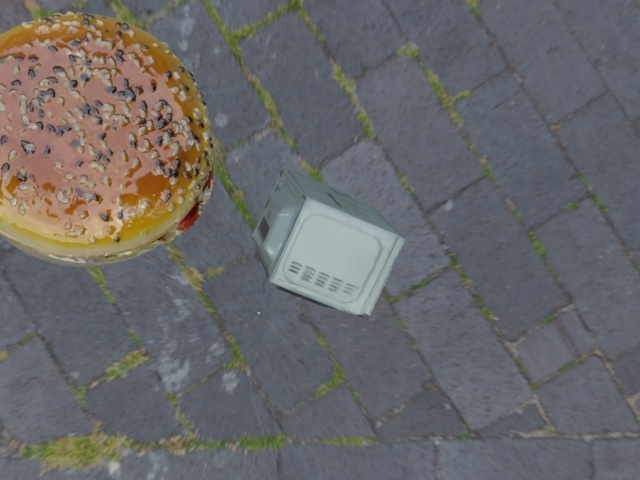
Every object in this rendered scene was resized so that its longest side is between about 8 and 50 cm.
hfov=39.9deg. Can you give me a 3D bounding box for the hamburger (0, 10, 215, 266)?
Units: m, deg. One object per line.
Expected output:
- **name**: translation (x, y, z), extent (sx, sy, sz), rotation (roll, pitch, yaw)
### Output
- **hamburger**: translation (-0.259, -0.114, 0.985), extent (0.300, 0.176, 0.300), rotation (5, 73, -18)

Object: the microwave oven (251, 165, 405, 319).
- **microwave oven**: translation (0.000, 0.000, 1.156), extent (0.162, 0.208, 0.122), rotation (21, 100, -15)
